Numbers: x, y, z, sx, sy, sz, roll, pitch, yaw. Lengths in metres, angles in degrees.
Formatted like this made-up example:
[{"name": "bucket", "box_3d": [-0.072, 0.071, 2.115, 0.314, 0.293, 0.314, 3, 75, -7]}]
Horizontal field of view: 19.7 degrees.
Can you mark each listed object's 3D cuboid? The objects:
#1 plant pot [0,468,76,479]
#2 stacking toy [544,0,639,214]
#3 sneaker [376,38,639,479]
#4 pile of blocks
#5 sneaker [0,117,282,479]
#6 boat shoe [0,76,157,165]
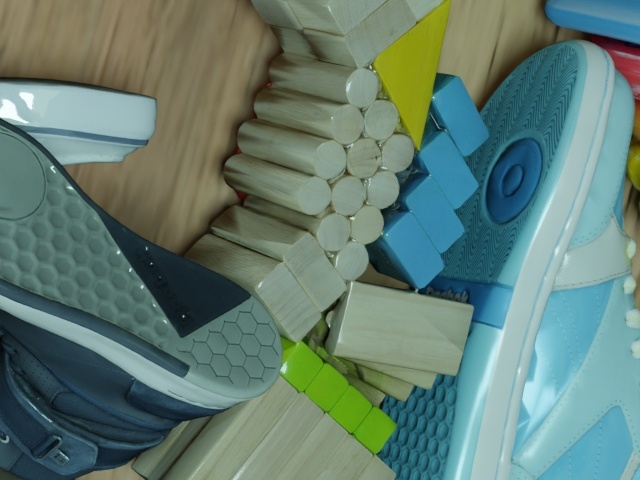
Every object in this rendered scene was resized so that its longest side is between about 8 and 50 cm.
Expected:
[{"name": "plant pot", "box_3d": [-0.129, 0.245, 0.847, 0.256, 0.274, 0.256, -1, 93, -27]}, {"name": "stacking toy", "box_3d": [0.250, -0.025, 1.117, 0.175, 0.165, 0.302, -19, 115, -31]}, {"name": "sneaker", "box_3d": [0.161, 0.057, 1.074, 0.208, 0.127, 0.319, 16, 94, -24]}, {"name": "pile of blocks", "box_3d": [0.000, 0.000, 1.001, 0.149, 0.112, 0.362, 16, 93, -33]}, {"name": "sneaker", "box_3d": [-0.153, 0.033, 0.880, 0.226, 0.163, 0.086, 37, 50, -20]}, {"name": "boat shoe", "box_3d": [-0.208, -0.038, 0.909, 0.258, 0.095, 0.084, -2, 97, -16]}]
